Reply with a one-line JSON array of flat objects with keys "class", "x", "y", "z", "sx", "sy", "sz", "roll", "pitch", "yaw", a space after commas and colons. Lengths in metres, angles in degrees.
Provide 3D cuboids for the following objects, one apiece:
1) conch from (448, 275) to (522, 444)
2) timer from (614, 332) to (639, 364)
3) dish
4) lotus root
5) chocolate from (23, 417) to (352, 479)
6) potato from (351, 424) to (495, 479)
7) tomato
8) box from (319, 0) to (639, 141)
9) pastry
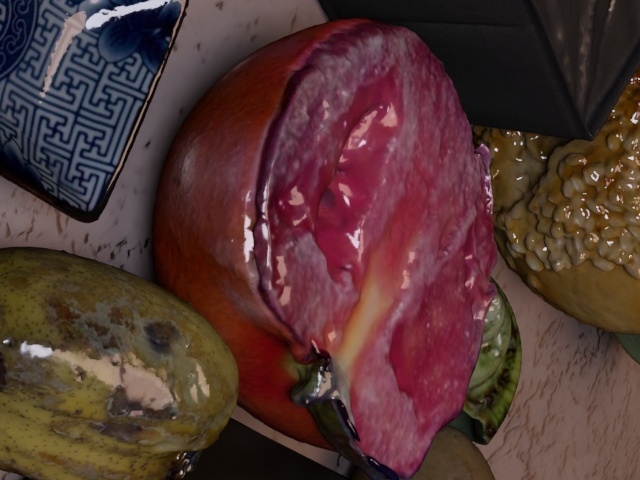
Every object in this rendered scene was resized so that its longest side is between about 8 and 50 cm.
[{"class": "conch", "x": 0.118, "y": 0.088, "z": 1.288, "sx": 0.124, "sy": 0.181, "sz": 0.187, "roll": -40, "pitch": 91, "yaw": 1}, {"class": "timer", "x": 0.353, "y": 0.006, "z": 1.517, "sx": 0.315, "sy": 0.291, "sz": 0.291, "roll": 15, "pitch": 88, "yaw": -28}, {"class": "dish", "x": -0.202, "y": -0.137, "z": 0.889, "sx": 0.243, "sy": 0.080, "sz": 0.182, "roll": 35, "pitch": 73, "yaw": -52}, {"class": "lotus root", "x": -0.178, "y": 0.073, "z": 0.921, "sx": 0.278, "sy": 0.154, "sz": 0.154, "roll": 19, "pitch": 85, "yaw": -31}, {"class": "chocolate", "x": -0.093, "y": 0.333, "z": 1.010, "sx": 0.314, "sy": 0.326, "sz": 0.297, "roll": -46, "pitch": 149, "yaw": -37}, {"class": "potato", "x": 0.085, "y": 0.287, "z": 1.310, "sx": 0.165, "sy": 0.165, "sz": 0.262, "roll": -27, "pitch": 126, "yaw": -44}, {"class": "tomato", "x": -0.001, "y": 0.003, "z": 1.101, "sx": 0.290, "sy": 0.176, "sz": 0.335, "roll": -58, "pitch": 132, "yaw": -33}, {"class": "box", "x": 0.168, "y": -0.286, "z": 1.207, "sx": 0.345, "sy": 0.204, "sz": 0.251, "roll": -56, "pitch": 137, "yaw": -25}, {"class": "pastry", "x": 0.259, "y": -0.066, "z": 1.293, "sx": 0.184, "sy": 0.316, "sz": 0.284, "roll": 8, "pitch": 121, "yaw": -51}]
